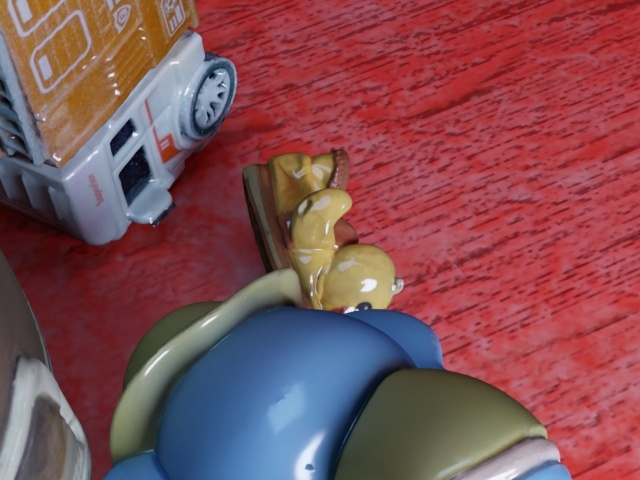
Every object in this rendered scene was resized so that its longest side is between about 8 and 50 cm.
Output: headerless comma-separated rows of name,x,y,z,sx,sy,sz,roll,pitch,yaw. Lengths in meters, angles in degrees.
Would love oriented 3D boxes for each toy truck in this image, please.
toy truck,-0.152,-0.123,0.866,0.136,0.305,0.162,23,61,21

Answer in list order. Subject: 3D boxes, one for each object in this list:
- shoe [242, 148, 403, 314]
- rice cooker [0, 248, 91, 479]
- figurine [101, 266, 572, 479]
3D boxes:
shoe,-0.001,-0.003,0.900,0.069,0.072,0.109,-21,51,-9
rice cooker,-0.275,0.061,0.690,0.335,0.325,0.335,-1,64,3
figurine,0.003,0.114,0.743,0.180,0.154,0.262,-45,42,-2
